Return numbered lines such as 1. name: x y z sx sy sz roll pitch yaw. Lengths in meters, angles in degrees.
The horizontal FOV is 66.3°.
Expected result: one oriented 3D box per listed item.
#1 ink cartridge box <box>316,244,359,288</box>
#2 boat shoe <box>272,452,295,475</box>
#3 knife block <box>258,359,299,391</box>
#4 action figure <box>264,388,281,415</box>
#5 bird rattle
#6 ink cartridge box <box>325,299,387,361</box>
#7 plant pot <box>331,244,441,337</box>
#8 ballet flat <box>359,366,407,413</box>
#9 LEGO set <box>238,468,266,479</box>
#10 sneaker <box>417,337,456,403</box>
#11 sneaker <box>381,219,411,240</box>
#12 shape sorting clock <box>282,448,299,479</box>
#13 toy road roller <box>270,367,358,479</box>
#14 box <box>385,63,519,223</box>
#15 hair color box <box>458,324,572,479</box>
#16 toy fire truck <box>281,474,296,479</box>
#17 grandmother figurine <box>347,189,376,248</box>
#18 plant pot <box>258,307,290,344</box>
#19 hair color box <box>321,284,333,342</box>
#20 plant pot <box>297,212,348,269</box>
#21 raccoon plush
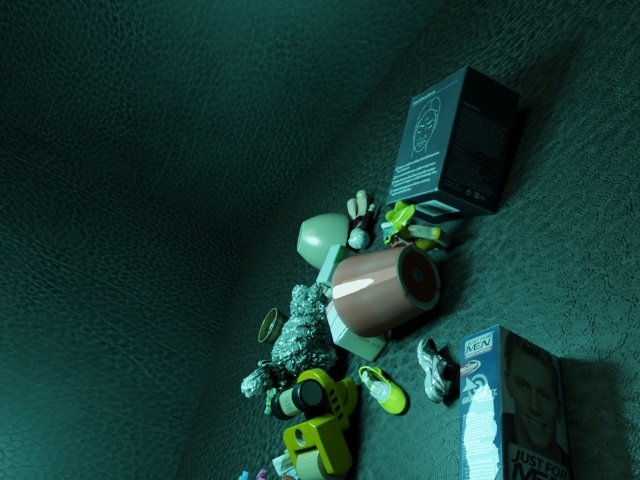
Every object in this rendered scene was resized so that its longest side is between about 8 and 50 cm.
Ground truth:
1. ink cartridge box: 0.113 0.128 1.815 0.087 0.208 0.153 -13 52 63
2. boat shoe: -0.068 0.705 1.570 0.066 0.184 0.063 -35 64 34
3. knife block: -0.163 0.520 1.941 0.088 0.242 0.276 -62 18 -3
4. action figure: -0.199 0.652 2.155 0.137 0.063 0.232 -30 40 54
5. bird rattle: 0.303 -0.001 1.527 0.207 0.253 0.143 10 68 31
6. ink cartridge box: 0.115 0.287 1.651 0.092 0.158 0.218 -56 18 13
7. plant pot: 0.210 0.140 1.485 0.243 0.275 0.275 -28 37 45
8. ballet flat: 0.171 0.429 1.426 0.077 0.077 0.231 -61 18 1
9. LEGO set: -0.302 0.988 1.894 0.227 0.087 0.093 -57 18 19
10. sneaker: 0.306 0.324 1.251 0.077 0.072 0.178 -38 35 27
11. sneaker: 0.287 -0.037 1.843 0.166 0.065 0.076 152 125 -66
12. shape sorting clock: -0.087 0.754 1.720 0.206 0.040 0.206 -52 20 28
13. toy road roller: 0.018 0.566 1.534 0.202 0.241 0.329 -41 65 48
14. box: 0.402 -0.278 1.526 0.293 0.212 0.395 -10 63 68
15. hair color box: 0.351 0.349 0.890 0.105 0.174 0.347 -41 27 46
16. toy fire truck: -0.118 0.868 1.473 0.254 0.169 0.302 99 180 -62
17. grandmother figurine: 0.166 -0.077 2.151 0.342 0.104 0.208 -84 20 -56
18. plant pot: -0.172 0.419 2.241 0.167 0.165 0.167 -51 21 28
19. hair color box: -0.002 0.340 1.987 0.339 0.110 0.185 -60 17 2
20. plant pot: 0.000 0.000 2.201 0.284 0.191 0.284 -169 90 -83
21. raccoon plush: -0.095 0.321 1.704 0.216 0.446 0.299 -9 93 30
